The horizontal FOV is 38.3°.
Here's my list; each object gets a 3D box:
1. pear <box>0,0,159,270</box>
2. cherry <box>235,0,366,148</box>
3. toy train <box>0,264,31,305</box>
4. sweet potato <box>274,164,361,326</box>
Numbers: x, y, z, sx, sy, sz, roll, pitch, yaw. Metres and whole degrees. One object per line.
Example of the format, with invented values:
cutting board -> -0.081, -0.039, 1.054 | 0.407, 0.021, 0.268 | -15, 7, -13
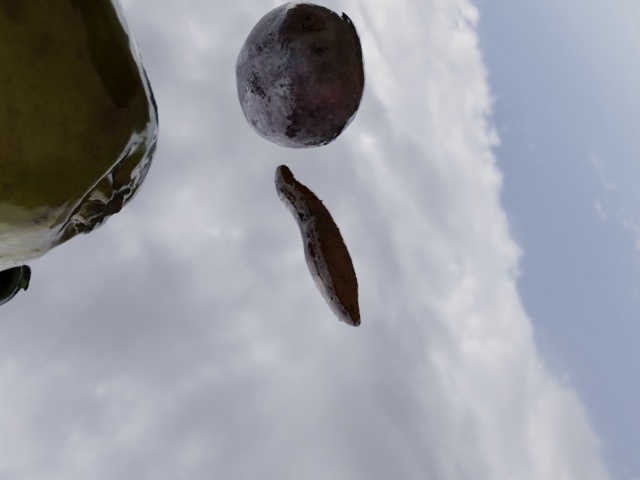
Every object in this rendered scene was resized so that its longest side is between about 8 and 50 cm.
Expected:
pear -> -0.247, -0.107, 0.535 | 0.321, 0.269, 0.269 | 32, -152, 14
cherry -> -0.027, -0.222, 1.223 | 0.195, 0.195, 0.195 | 33, -131, -49
toy train -> -0.482, -0.078, 1.144 | 0.160, 0.253, 0.397 | 99, 173, -62
sweet potato -> 0.001, 0.000, 1.118 | 0.057, 0.057, 0.264 | 36, -155, -48
